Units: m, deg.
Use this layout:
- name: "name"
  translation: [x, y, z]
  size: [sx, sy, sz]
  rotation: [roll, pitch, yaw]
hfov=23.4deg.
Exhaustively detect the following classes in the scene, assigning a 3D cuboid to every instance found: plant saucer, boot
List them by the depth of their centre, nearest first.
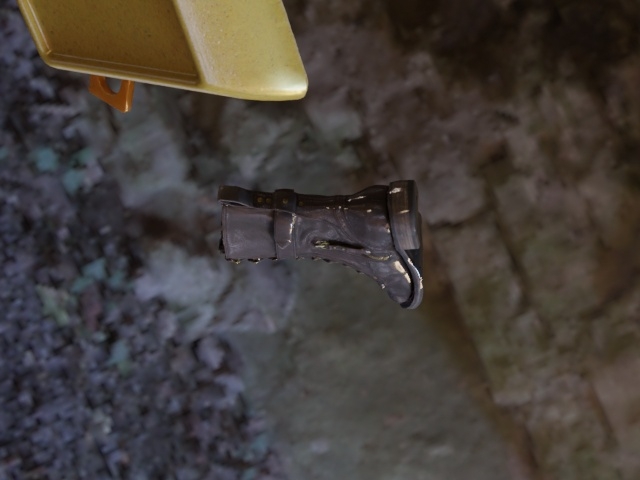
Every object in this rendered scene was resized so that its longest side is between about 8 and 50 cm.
- name: "plant saucer"
  translation: [-0.199, -0.269, 1.432]
  size: [0.081, 0.333, 0.332]
  rotation: [-44, 131, -33]
- name: "boot"
  translation: [0.000, 0.000, 1.748]
  size: [0.263, 0.229, 0.091]
  rotation: [78, 11, -60]

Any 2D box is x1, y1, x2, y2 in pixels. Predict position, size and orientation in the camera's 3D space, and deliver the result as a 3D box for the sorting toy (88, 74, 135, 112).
- name: "sorting toy"
  translation: [-0.190, -0.303, 1.663]
  size: [0.196, 0.347, 0.047]
  rotation: [43, 40, 23]
